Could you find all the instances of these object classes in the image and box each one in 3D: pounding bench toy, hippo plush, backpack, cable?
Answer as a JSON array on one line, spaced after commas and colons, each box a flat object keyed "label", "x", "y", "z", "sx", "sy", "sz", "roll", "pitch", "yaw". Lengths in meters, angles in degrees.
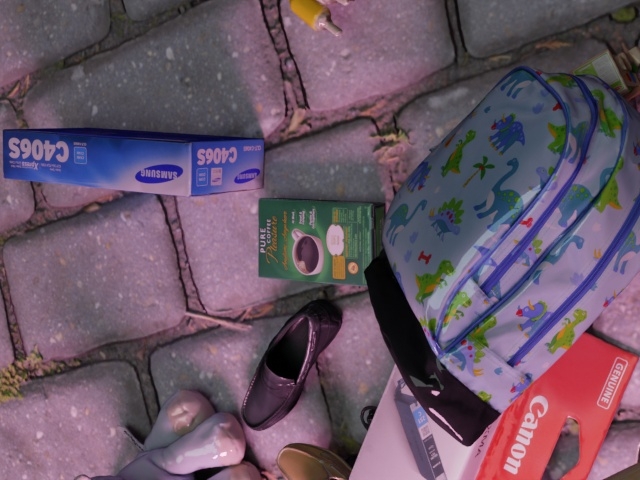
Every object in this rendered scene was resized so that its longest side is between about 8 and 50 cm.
[{"label": "pounding bench toy", "x": 0.334, "y": -0.185, "z": 1.347, "sx": 0.083, "sy": 0.065, "sz": 0.052, "roll": -30, "pitch": 78, "yaw": 32}, {"label": "hippo plush", "x": -0.249, "y": 0.341, "z": 1.688, "sx": 0.294, "sy": 0.236, "sz": 0.234, "roll": 18, "pitch": 105, "yaw": 31}, {"label": "backpack", "x": 0.211, "y": -0.010, "z": 1.286, "sx": 0.355, "sy": 0.290, "sz": 0.273, "roll": -33, "pitch": 117, "yaw": 11}, {"label": "cable", "x": -0.058, "y": -0.369, "z": 1.581, "sx": 0.287, "sy": 0.072, "sz": 0.140, "roll": 24, "pitch": 103, "yaw": 29}]

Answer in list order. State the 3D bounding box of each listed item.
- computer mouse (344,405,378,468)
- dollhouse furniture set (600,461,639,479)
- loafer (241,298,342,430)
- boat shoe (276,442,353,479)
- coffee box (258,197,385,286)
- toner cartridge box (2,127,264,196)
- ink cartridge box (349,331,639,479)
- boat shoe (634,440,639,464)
[{"label": "computer mouse", "x": 0.077, "y": 0.364, "z": 1.587, "sx": 0.184, "sy": 0.060, "sz": 0.262, "roll": 37, "pitch": 102, "yaw": 29}, {"label": "dollhouse furniture set", "x": 0.458, "y": 0.425, "z": 1.221, "sx": 0.362, "sy": 0.256, "sz": 0.394, "roll": -31, "pitch": 107, "yaw": 20}, {"label": "loafer", "x": -0.052, "y": 0.172, "z": 1.634, "sx": 0.076, "sy": 0.078, "sz": 0.223, "roll": 43, "pitch": 116, "yaw": 22}, {"label": "boat shoe", "x": 0.011, "y": 0.315, "z": 1.555, "sx": 0.190, "sy": 0.072, "sz": 0.068, "roll": 22, "pitch": 94, "yaw": 32}, {"label": "coffee box", "x": 0.000, "y": 0.000, "z": 1.603, "sx": 0.184, "sy": 0.040, "sz": 0.113, "roll": 2, "pitch": 96, "yaw": 33}, {"label": "toner cartridge box", "x": -0.266, "y": -0.114, "z": 1.692, "sx": 0.347, "sy": 0.165, "sz": 0.075, "roll": 7, "pitch": 100, "yaw": 33}, {"label": "ink cartridge box", "x": 0.202, "y": 0.216, "z": 1.454, "sx": 0.261, "sy": 0.066, "sz": 0.296, "roll": 25, "pitch": 99, "yaw": 29}, {"label": "boat shoe", "x": 0.387, "y": 0.255, "z": 1.360, "sx": 0.077, "sy": 0.070, "sz": 0.219, "roll": 15, "pitch": 103, "yaw": 31}]
